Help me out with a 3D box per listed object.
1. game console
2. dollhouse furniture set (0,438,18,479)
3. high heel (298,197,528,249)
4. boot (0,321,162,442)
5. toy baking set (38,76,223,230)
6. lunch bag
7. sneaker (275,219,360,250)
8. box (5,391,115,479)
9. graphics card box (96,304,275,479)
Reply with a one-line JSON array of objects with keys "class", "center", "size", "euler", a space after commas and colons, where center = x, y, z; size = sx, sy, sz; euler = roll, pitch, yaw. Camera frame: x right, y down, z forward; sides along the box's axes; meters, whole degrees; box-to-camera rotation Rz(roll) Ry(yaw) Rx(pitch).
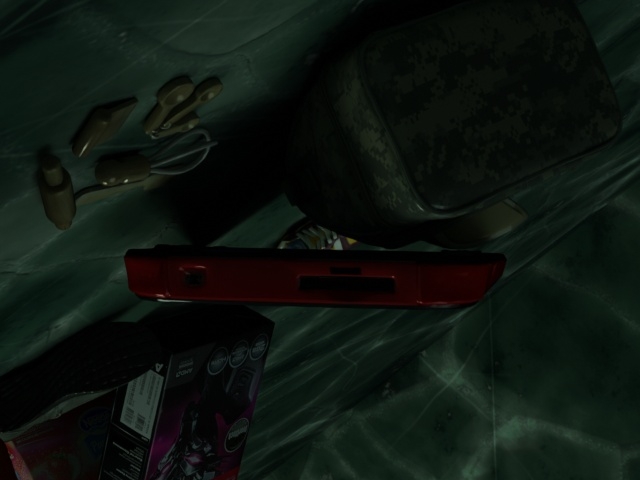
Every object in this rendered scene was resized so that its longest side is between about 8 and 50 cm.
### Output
[{"class": "game console", "center": [0.004, 0.027, 1.613], "size": [0.387, 0.060, 0.342], "euler": [2, -175, 11]}, {"class": "dollhouse furniture set", "center": [-0.359, 0.155, 1.342], "size": [0.135, 0.262, 0.259], "euler": [-35, 135, 1]}, {"class": "high heel", "center": [0.105, -0.052, 1.761], "size": [0.261, 0.093, 0.186], "euler": [2, -169, -20]}, {"class": "boot", "center": [-0.327, 0.183, 1.884], "size": [0.247, 0.083, 0.161], "euler": [-25, 172, -11]}, {"class": "toy baking set", "center": [-0.177, -0.073, 1.374], "size": [0.197, 0.030, 0.256], "euler": [-29, 166, -19]}, {"class": "lunch bag", "center": [0.130, -0.126, 1.552], "size": [0.305, 0.212, 0.256], "euler": [-24, -178, -28]}, {"class": "sneaker", "center": [0.000, 0.000, 1.963], "size": [0.185, 0.069, 0.084], "euler": [-42, 169, 32]}, {"class": "box", "center": [-0.349, 0.334, 2.176], "size": [0.300, 0.154, 0.142], "euler": [-16, 157, -48]}, {"class": "graphics card box", "center": [-0.203, 0.282, 2.070], "size": [0.233, 0.094, 0.370], "euler": [-13, 122, -52]}]
